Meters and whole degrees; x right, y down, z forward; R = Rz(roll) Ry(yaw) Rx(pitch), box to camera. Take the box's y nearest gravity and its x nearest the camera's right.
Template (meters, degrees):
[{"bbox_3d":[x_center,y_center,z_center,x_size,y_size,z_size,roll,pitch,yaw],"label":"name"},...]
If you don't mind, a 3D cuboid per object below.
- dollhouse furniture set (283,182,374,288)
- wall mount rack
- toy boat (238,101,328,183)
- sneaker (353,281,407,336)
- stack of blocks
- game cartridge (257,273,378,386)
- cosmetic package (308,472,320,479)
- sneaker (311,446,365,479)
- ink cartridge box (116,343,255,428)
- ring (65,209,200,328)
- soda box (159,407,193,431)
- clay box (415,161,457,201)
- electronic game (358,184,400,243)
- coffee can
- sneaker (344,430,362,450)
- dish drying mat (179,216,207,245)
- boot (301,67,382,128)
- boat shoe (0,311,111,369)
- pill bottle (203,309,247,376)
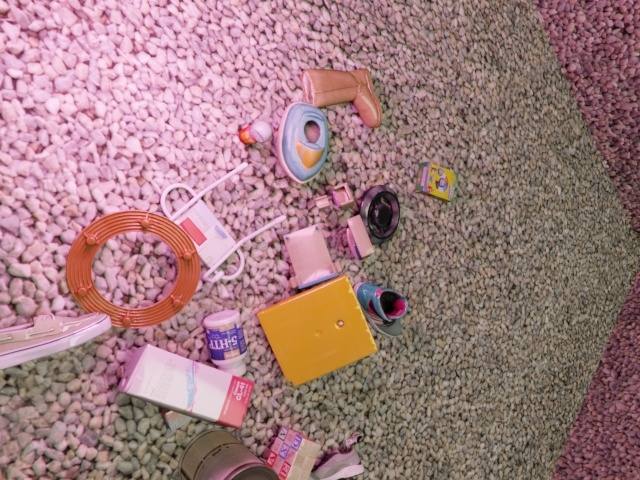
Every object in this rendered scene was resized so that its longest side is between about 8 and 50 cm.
[{"bbox_3d":[0.000,0.000,1.656,0.303,0.198,0.286,-21,81,-2],"label":"dollhouse furniture set"},{"bbox_3d":[-0.289,-0.052,1.408,0.304,0.130,0.350,-47,117,-24],"label":"wall mount rack"},{"bbox_3d":[-0.099,-0.322,1.520,0.318,0.148,0.267,1,92,-35],"label":"toy boat"},{"bbox_3d":[0.264,0.271,1.780,0.295,0.178,0.124,48,66,-27],"label":"sneaker"},{"bbox_3d":[-0.135,0.765,1.525,0.087,0.171,0.297,36,71,-31],"label":"stack of blocks"},{"bbox_3d":[-0.008,0.300,1.565,0.323,0.053,0.285,-22,98,0],"label":"game cartridge"},{"bbox_3d":[-0.104,0.875,1.568,0.099,0.060,0.239,31,83,12],"label":"cosmetic package"},{"bbox_3d":[0.025,0.819,1.699,0.271,0.100,0.108,-3,62,-29],"label":"sneaker"},{"bbox_3d":[-0.364,0.396,1.273,0.306,0.226,0.131,29,63,-19],"label":"ink cartridge box"},{"bbox_3d":[-0.492,0.084,1.260,0.336,0.032,0.337,-6,107,-18],"label":"ring"},{"bbox_3d":[-0.378,0.488,1.411,0.183,0.058,0.063,-22,104,-32],"label":"soda box"},{"bbox_3d":[0.502,-0.243,2.004,0.222,0.053,0.127,12,86,-34],"label":"clay box"},{"bbox_3d":[0.229,-0.099,1.820,0.229,0.048,0.229,-9,104,-39],"label":"electronic game"},{"bbox_3d":[-0.267,0.691,1.365,0.201,0.275,0.202,-2,94,-35],"label":"coffee can"},{"bbox_3d":[0.124,0.760,1.789,0.083,0.037,0.032,-44,117,-24],"label":"sneaker"},{"bbox_3d":[-0.348,-0.024,1.299,0.032,0.008,0.083,-46,117,-20],"label":"dish drying mat"},{"bbox_3d":[0.076,-0.496,1.679,0.269,0.089,0.236,-18,90,-34],"label":"boot"},{"bbox_3d":[-0.679,0.230,1.162,0.302,0.109,0.094,-18,100,-31],"label":"boat shoe"},{"bbox_3d":[-0.283,0.317,1.438,0.112,0.112,0.187,-16,101,-34],"label":"pill bottle"}]
